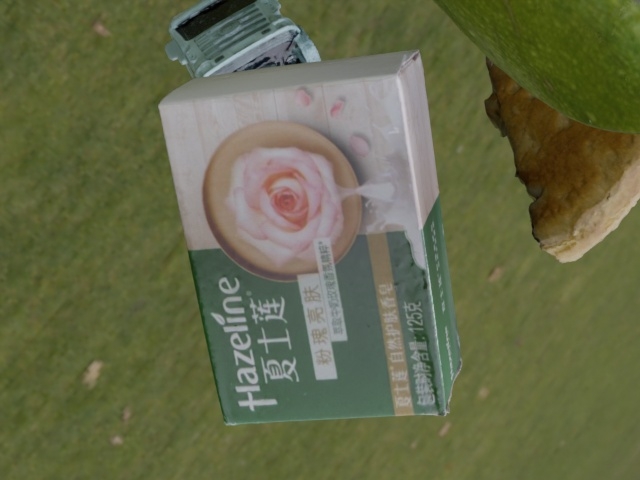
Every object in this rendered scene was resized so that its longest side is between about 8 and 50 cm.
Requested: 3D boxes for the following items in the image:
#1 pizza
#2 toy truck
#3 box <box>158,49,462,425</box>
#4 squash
[{"bbox_3d":[0.304,-0.167,1.367,0.114,0.277,0.409,33,68,-36],"label":"pizza"},{"bbox_3d":[-0.066,-0.152,1.374,0.136,0.162,0.305,-32,146,-5],"label":"toy truck"},{"bbox_3d":[0.000,0.000,0.696,0.081,0.135,0.199,-52,135,-69],"label":"box"},{"bbox_3d":[0.155,-0.142,0.806,0.093,0.252,0.169,-46,170,11],"label":"squash"}]
